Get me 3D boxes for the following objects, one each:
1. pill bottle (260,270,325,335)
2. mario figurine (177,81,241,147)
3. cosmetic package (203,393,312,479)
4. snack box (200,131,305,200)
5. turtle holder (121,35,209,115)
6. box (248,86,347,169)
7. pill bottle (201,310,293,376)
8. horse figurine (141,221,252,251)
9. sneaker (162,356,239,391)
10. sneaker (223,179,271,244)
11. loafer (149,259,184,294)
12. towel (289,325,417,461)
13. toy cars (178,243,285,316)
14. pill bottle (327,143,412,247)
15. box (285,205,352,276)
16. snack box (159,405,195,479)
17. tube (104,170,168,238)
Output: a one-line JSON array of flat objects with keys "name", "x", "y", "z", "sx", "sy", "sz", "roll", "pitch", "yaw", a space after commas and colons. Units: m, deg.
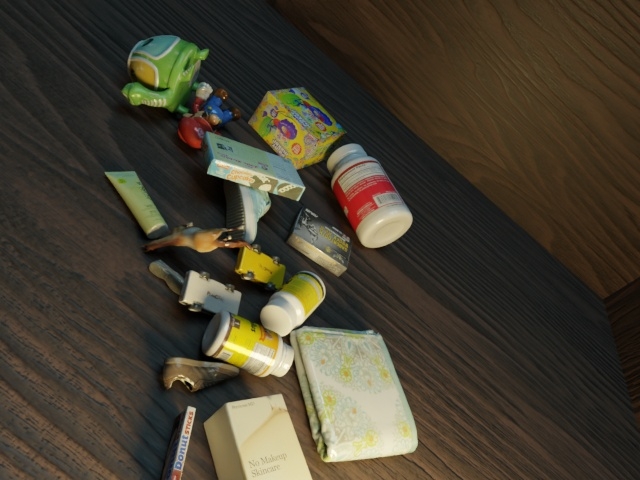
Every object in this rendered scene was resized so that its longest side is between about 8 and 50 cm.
[{"name": "pill bottle", "x": -0.079, "y": 0.181, "z": 1.433, "sx": 0.119, "sy": 0.119, "sz": 0.208, "roll": 45, "pitch": 33, "yaw": 3}, {"name": "mario figurine", "x": -0.370, "y": -0.432, "z": 1.745, "sx": 0.198, "sy": 0.170, "sz": 0.320, "roll": 23, "pitch": 38, "yaw": -1}, {"name": "cosmetic package", "x": -0.118, "y": 0.500, "z": 1.048, "sx": 0.160, "sy": 0.113, "sz": 0.309, "roll": 4, "pitch": 50, "yaw": -43}, {"name": "snack box", "x": -0.220, "y": -0.240, "z": 1.614, "sx": 0.322, "sy": 0.060, "sz": 0.187, "roll": 15, "pitch": 31, "yaw": -30}, {"name": "turtle holder", "x": -0.546, "y": -0.559, "z": 1.717, "sx": 0.227, "sy": 0.243, "sz": 0.320, "roll": 22, "pitch": 76, "yaw": -5}, {"name": "box", "x": -0.094, "y": -0.476, "z": 2.098, "sx": 0.290, "sy": 0.177, "sz": 0.279, "roll": 47, "pitch": 35, "yaw": 6}, {"name": "pill bottle", "x": -0.177, "y": 0.265, "z": 1.237, "sx": 0.215, "sy": 0.117, "sz": 0.117, "roll": 29, "pitch": 36, "yaw": -25}, {"name": "horse figurine", "x": -0.319, "y": -0.007, "z": 1.326, "sx": 0.263, "sy": 0.066, "sz": 0.174, "roll": 6, "pitch": 16, "yaw": 22}, {"name": "sneaker", "x": -0.278, "y": 0.316, "z": 1.149, "sx": 0.188, "sy": 0.066, "sz": 0.071, "roll": 19, "pitch": 66, "yaw": -34}, {"name": "sneaker", "x": -0.218, "y": -0.116, "z": 1.605, "sx": 0.150, "sy": 0.135, "sz": 0.366, "roll": 15, "pitch": 43, "yaw": -28}, {"name": "loafer", "x": -0.385, "y": 0.093, "z": 1.289, "sx": 0.125, "sy": 0.045, "sz": 0.039, "roll": 39, "pitch": 27, "yaw": -1}, {"name": "towel", "x": 0.088, "y": 0.413, "z": 1.381, "sx": 0.321, "sy": 0.090, "sz": 0.374, "roll": 10, "pitch": 45, "yaw": -35}, {"name": "toy cars", "x": -0.244, "y": 0.114, "z": 1.363, "sx": 0.394, "sy": 0.087, "sz": 0.176, "roll": -30, "pitch": 109, "yaw": -53}, {"name": "pill bottle", "x": 0.183, "y": -0.191, "z": 2.015, "sx": 0.229, "sy": 0.229, "sz": 0.407, "roll": 4, "pitch": 49, "yaw": -43}, {"name": "box", "x": 0.000, "y": 0.000, "z": 1.772, "sx": 0.231, "sy": 0.056, "sz": 0.183, "roll": 34, "pitch": 34, "yaw": -12}, {"name": "snack box", "x": -0.289, "y": 0.428, "z": 0.993, "sx": 0.022, "sy": 0.064, "sz": 0.178, "roll": 29, "pitch": 36, "yaw": -22}, {"name": "tube", "x": -0.507, "y": -0.111, "z": 1.378, "sx": 0.240, "sy": 0.062, "sz": 0.070, "roll": 52, "pitch": -6, "yaw": 22}]
